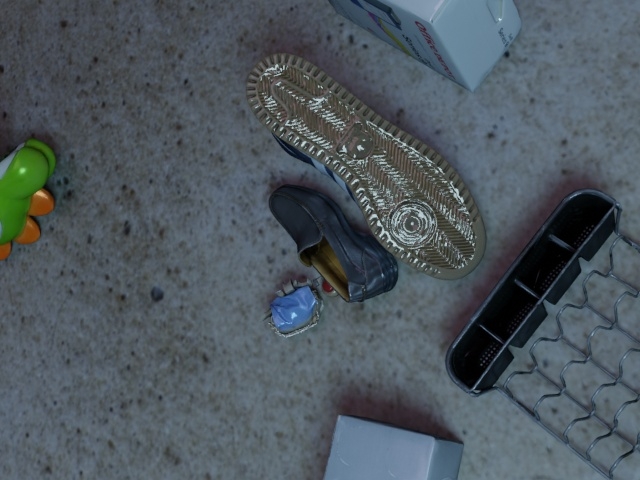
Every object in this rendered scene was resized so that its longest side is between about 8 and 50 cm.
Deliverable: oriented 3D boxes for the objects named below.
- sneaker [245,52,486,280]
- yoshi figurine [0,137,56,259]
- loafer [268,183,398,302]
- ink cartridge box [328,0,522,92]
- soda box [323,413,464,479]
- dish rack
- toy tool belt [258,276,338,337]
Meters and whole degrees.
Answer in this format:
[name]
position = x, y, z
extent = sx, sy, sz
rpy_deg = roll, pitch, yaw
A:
[sneaker]
position = 0.048, -0.076, 0.874
extent = 0.282, 0.153, 0.099
rpy_deg = 42, 93, -2
[yoshi figurine]
position = -0.502, -0.040, 1.062
extent = 0.362, 0.203, 0.203
rpy_deg = -35, 57, 9
[loafer]
position = 0.000, 0.000, 0.871
extent = 0.170, 0.061, 0.062
rpy_deg = 37, 136, 31
[ink cartridge box]
position = 0.082, -0.260, 0.867
extent = 0.212, 0.154, 0.093
rpy_deg = 37, 92, 29
[soda box]
position = 0.043, 0.305, 0.755
extent = 0.098, 0.091, 0.286
rpy_deg = 7, 78, 28
[dish rack]
position = 0.268, 0.109, 0.717
extent = 0.271, 0.074, 0.208
rpy_deg = 39, 94, 29
[toy tool belt]
position = -0.021, 0.063, 0.879
extent = 0.083, 0.051, 0.052
rpy_deg = -36, 63, 11
